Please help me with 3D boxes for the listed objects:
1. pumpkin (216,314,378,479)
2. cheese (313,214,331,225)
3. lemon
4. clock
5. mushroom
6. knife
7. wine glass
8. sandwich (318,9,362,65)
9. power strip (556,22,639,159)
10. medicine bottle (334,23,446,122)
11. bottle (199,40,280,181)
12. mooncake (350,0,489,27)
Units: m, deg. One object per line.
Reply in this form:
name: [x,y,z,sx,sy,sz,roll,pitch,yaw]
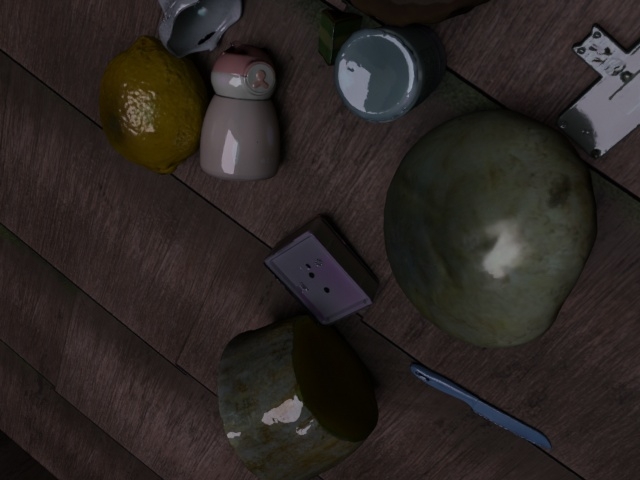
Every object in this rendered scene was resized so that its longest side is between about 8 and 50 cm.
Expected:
pumpkin: [-0.025,0.307,1.121,0.199,0.332,0.332,-26,100,22]
cheese: [0.000,0.000,1.120,0.047,0.017,0.111,16,120,17]
lemon: [-0.311,-0.248,1.048,0.204,0.204,0.260,13,119,22]
clock: [0.004,0.064,1.097,0.147,0.071,0.192,-32,107,36]
mushroom: [0.248,-0.019,0.824,0.352,0.260,0.352,177,90,-66]
knife: [0.319,0.335,1.118,0.313,0.019,0.044,27,131,13]
wine glass: [-0.250,-0.440,0.958,0.196,0.165,0.165,52,126,6]
sandwich: [0.009,-0.326,0.892,0.074,0.116,0.074,18,120,19]
power strip: [0.412,-0.231,0.760,0.145,0.061,0.215,42,125,2]
medicine bottle: [0.111,-0.259,0.839,0.135,0.168,0.135,12,120,22]
bottle: [-0.141,-0.236,1.007,0.148,0.147,0.236,15,112,21]
mooncake: [0.153,-0.451,0.714,0.324,0.187,0.323,13,120,24]
